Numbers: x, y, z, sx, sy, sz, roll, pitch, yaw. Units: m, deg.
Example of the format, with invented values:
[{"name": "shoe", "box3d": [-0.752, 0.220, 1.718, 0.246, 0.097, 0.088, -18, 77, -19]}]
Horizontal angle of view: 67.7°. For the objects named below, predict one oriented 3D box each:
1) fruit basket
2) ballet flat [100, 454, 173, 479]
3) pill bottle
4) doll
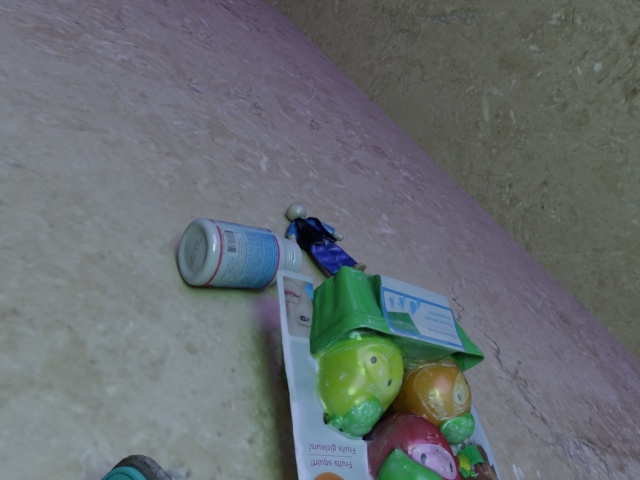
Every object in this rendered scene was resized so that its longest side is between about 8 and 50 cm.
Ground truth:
[{"name": "fruit basket", "box3d": [0.104, 0.207, 0.559, 0.327, 0.165, 0.353, 20, 36, -32]}, {"name": "ballet flat", "box3d": [-0.071, 0.295, 0.301, 0.106, 0.107, 0.316, 35, 25, -56]}, {"name": "pill bottle", "box3d": [-0.105, 0.022, 0.658, 0.160, 0.087, 0.087, 9, 39, -44]}, {"name": "doll", "box3d": [0.000, 0.000, 0.864, 0.129, 0.046, 0.189, -11, 48, -45]}]
